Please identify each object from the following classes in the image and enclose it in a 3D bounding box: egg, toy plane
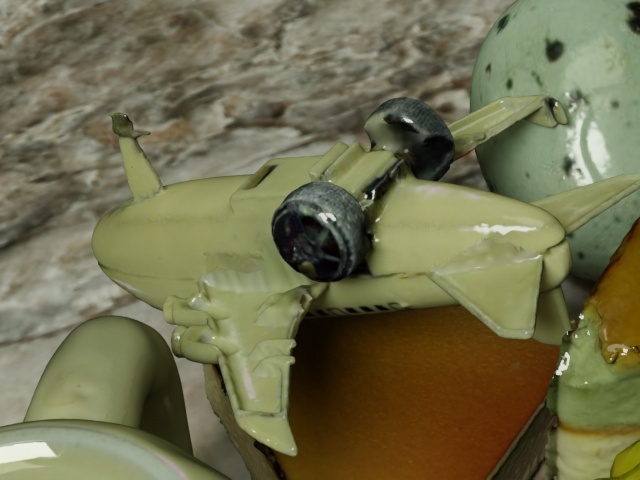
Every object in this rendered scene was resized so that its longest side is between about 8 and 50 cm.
[{"bbox_3d":[0.137,-0.053,0.872,0.131,0.131,0.164,0,65,7],"label":"egg"},{"bbox_3d":[0.000,0.000,0.757,0.256,0.104,0.242,10,39,30],"label":"toy plane"}]

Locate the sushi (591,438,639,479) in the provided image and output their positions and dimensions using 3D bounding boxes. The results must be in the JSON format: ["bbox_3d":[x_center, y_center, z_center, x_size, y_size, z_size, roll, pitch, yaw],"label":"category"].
[{"bbox_3d":[0.193,0.213,0.463,0.396,0.240,0.351,39,49,15],"label":"sushi"}]

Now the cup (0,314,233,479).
[{"bbox_3d":[-0.064,0.150,0.624,0.173,0.202,0.255,14,46,24],"label":"cup"}]

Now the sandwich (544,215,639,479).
[{"bbox_3d":[0.232,0.044,0.736,0.198,0.155,0.227,20,51,25],"label":"sandwich"}]

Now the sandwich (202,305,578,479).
[{"bbox_3d":[0.051,0.086,0.784,0.162,0.058,0.193,-19,43,-13],"label":"sandwich"}]
